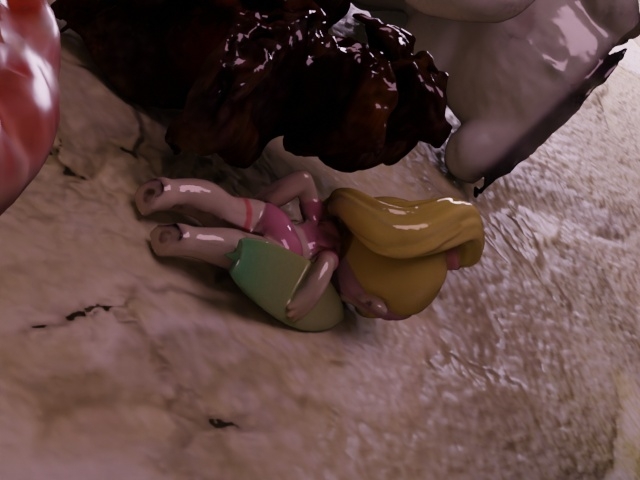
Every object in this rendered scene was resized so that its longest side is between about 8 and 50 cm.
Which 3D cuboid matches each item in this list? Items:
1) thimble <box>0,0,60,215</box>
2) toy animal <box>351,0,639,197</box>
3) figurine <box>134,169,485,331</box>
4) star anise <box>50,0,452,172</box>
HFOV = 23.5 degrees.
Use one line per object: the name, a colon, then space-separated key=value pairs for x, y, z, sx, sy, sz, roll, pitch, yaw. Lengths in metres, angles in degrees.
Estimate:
thimble: x=-0.190 y=-0.058 z=0.372 sx=0.239 sy=0.162 sz=0.239 roll=39 pitch=24 yaw=-21
toy animal: x=0.102 y=-0.188 z=1.083 sx=0.289 sy=0.174 sz=0.249 roll=39 pitch=23 yaw=-22
figurine: x=0.000 y=0.000 z=0.740 sx=0.187 sy=0.083 sz=0.083 roll=13 pitch=39 yaw=-38
star anise: x=-0.019 y=-0.099 z=0.788 sx=0.190 sy=0.126 sz=0.220 roll=43 pitch=18 yaw=3
